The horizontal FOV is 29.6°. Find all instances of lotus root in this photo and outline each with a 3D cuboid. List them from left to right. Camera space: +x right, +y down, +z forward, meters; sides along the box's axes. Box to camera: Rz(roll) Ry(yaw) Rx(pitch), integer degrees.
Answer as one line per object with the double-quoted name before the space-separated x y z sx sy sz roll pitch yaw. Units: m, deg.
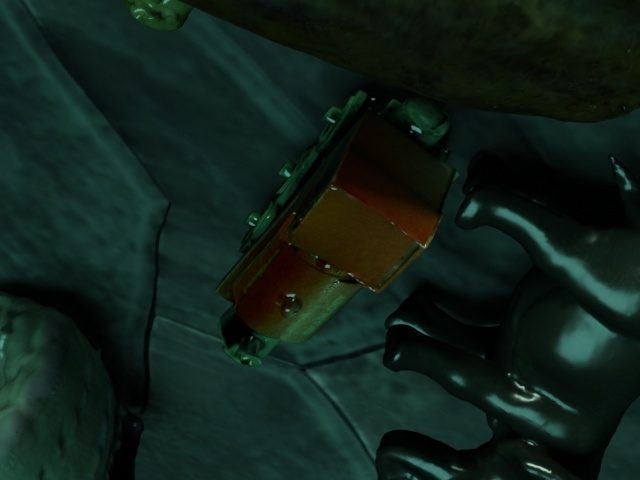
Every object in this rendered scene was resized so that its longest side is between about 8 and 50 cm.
"lotus root" 0.032 -0.111 0.482 0.329 0.078 0.167 19 146 -21

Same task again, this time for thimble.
"thimble" -0.238 0.144 0.784 0.237 0.237 0.150 -1 133 22

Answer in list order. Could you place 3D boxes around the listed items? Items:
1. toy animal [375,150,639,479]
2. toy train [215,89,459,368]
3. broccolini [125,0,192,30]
"toy animal" 0.107 0.067 0.645 0.146 0.114 0.245 26 135 -1
"toy train" 0.000 0.000 0.625 0.074 0.118 0.176 36 131 -8
"broccolini" 0.031 -0.194 0.466 0.079 0.074 0.392 41 131 -7
